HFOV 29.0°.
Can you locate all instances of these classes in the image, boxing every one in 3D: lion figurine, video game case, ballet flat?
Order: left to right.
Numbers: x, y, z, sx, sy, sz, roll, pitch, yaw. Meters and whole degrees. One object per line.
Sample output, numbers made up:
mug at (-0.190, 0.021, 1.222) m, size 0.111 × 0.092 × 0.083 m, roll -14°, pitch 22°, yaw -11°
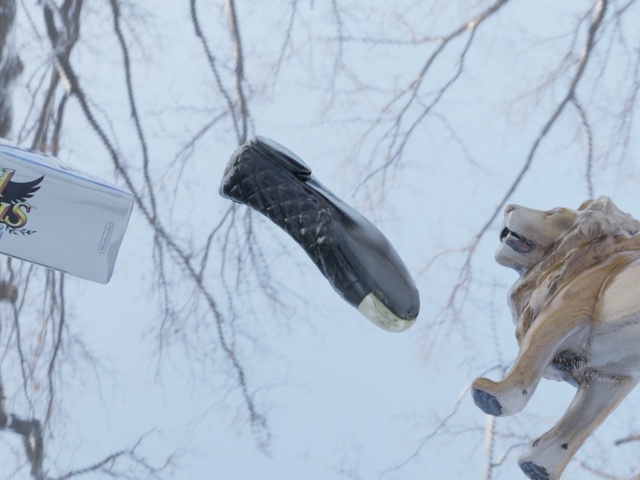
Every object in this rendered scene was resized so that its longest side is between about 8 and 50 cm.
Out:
video game case at (-0.264, -0.053, 0.771) m, size 0.244 × 0.269 × 0.061 m, roll 17°, pitch -89°, yaw -23°
ballet flat at (0.000, 0.000, 0.736) m, size 0.057 × 0.049 × 0.173 m, roll 9°, pitch -151°, yaw -48°
lion figurine at (0.244, 0.044, 0.853) m, size 0.240 × 0.392 × 0.142 m, roll -47°, pitch -72°, yaw -26°
